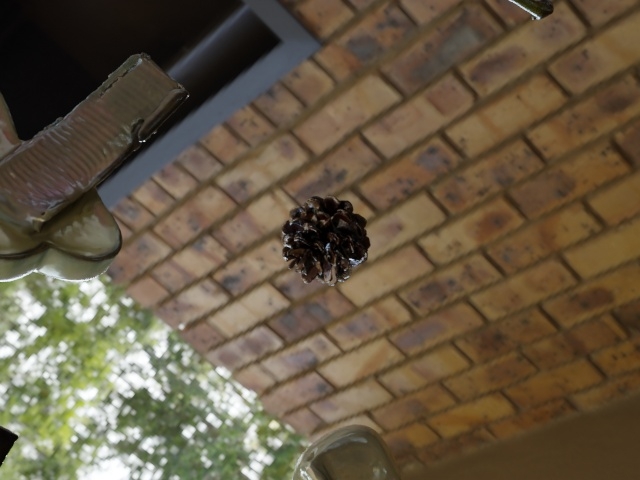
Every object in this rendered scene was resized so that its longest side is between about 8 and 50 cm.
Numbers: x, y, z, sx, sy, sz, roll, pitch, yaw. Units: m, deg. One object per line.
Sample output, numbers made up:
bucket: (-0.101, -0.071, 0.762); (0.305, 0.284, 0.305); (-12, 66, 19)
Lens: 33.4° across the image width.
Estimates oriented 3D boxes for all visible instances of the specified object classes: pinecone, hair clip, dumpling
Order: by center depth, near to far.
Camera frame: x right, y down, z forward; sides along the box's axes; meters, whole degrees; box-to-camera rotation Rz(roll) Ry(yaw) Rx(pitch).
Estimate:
hair clip: (-0.186, -0.056, 0.725); (0.071, 0.159, 0.218); (-54, 180, 44)
dumpling: (0.050, 0.321, 1.328); (0.131, 0.179, 0.252); (-34, 175, 9)
pinecone: (0.002, 0.001, 1.589); (0.140, 0.140, 0.121); (-32, -177, 36)

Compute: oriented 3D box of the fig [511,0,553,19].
fig: (0.151, -0.334, 1.253); (0.151, 0.259, 0.151); (-39, -172, 7)

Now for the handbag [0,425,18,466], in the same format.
handbag: (-0.451, 0.255, 0.931); (0.122, 0.329, 0.303); (-4, -121, 49)
